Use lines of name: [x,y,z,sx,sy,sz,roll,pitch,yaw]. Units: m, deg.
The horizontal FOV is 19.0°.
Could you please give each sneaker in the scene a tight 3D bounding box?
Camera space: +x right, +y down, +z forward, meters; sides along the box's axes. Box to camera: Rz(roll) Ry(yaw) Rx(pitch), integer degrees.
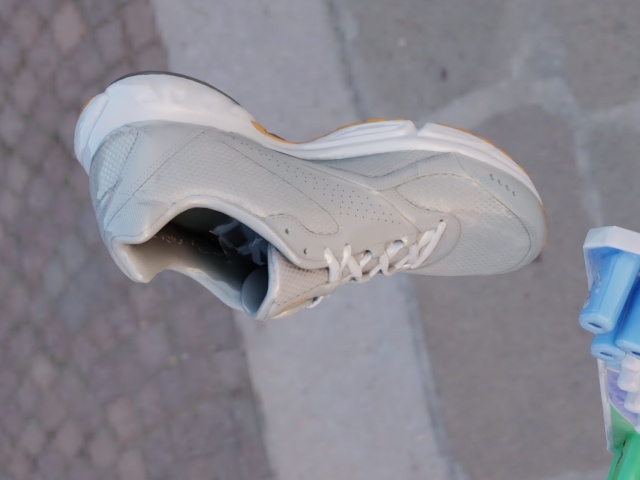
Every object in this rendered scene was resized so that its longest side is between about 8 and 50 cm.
sneaker: [0.000,0.000,0.998,0.121,0.262,0.099,-99,25,-44]

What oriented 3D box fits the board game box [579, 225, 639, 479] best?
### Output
board game box: [0.335,0.140,1.066,0.390,0.390,0.050,17,71,17]
